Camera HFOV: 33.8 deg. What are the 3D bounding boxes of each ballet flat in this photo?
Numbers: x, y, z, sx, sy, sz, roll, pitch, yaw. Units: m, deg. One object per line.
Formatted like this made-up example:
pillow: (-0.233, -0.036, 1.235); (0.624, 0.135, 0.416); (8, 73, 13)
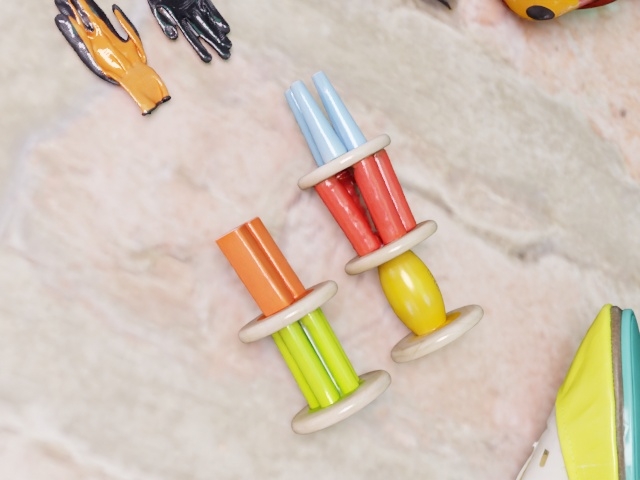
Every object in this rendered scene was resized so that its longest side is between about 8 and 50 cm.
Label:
ballet flat: (0.140, 0.150, 0.538); (0.077, 0.077, 0.230); (11, 69, -66)

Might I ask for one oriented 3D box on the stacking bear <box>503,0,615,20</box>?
stacking bear: (0.080, -0.224, 0.571); (0.289, 0.175, 0.164); (29, 70, -31)

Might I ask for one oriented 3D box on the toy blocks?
toy blocks: (0.000, 0.000, 0.509); (0.123, 0.054, 0.148); (-30, 92, -34)

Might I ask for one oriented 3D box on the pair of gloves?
pair of gloves: (-0.086, -0.106, 0.516); (0.074, 0.010, 0.083); (51, 54, -7)
